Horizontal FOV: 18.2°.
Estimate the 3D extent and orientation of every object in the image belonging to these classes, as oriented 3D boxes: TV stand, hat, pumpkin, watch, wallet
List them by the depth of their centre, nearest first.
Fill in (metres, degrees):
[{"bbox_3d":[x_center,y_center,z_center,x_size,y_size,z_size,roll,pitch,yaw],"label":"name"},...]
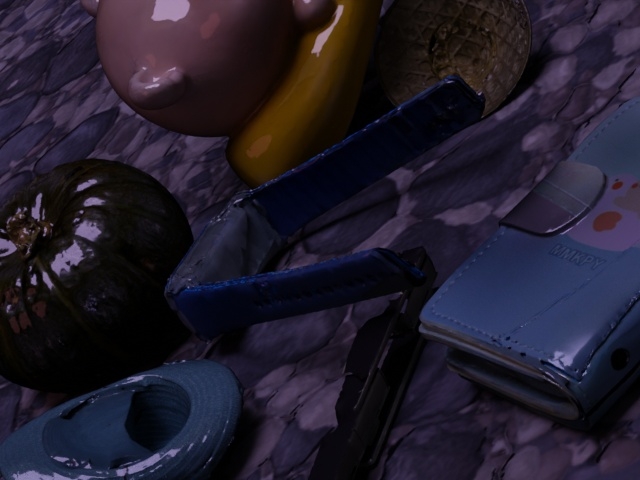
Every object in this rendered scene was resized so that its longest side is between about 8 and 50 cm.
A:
[{"bbox_3d":[0.198,0.006,1.335,0.250,0.075,0.176,-44,30,-17],"label":"wallet"},{"bbox_3d":[0.035,0.102,1.413,0.036,0.042,0.249,-14,34,33],"label":"TV stand"},{"bbox_3d":[-0.142,0.160,1.501,0.191,0.078,0.138,-18,35,-4],"label":"hat"},{"bbox_3d":[-0.008,0.008,1.548,0.274,0.068,0.276,-27,20,29],"label":"watch"},{"bbox_3d":[-0.212,0.026,1.710,0.224,0.157,0.223,-26,39,23],"label":"pumpkin"},{"bbox_3d":[0.125,-0.160,1.724,0.146,0.067,0.146,-6,77,25],"label":"hat"}]

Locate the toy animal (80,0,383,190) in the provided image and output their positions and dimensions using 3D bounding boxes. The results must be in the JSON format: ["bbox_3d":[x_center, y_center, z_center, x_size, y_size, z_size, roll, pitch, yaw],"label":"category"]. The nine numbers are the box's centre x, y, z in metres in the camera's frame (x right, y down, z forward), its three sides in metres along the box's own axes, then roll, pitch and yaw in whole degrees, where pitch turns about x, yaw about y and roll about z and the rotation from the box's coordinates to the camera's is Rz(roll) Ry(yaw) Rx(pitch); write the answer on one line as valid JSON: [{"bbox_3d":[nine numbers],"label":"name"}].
[{"bbox_3d":[-0.084,-0.217,1.778,0.345,0.247,0.277,-102,32,-64],"label":"toy animal"}]

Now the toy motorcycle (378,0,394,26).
[{"bbox_3d":[0.103,-0.262,1.859,0.150,0.102,0.221,-46,29,22],"label":"toy motorcycle"}]
